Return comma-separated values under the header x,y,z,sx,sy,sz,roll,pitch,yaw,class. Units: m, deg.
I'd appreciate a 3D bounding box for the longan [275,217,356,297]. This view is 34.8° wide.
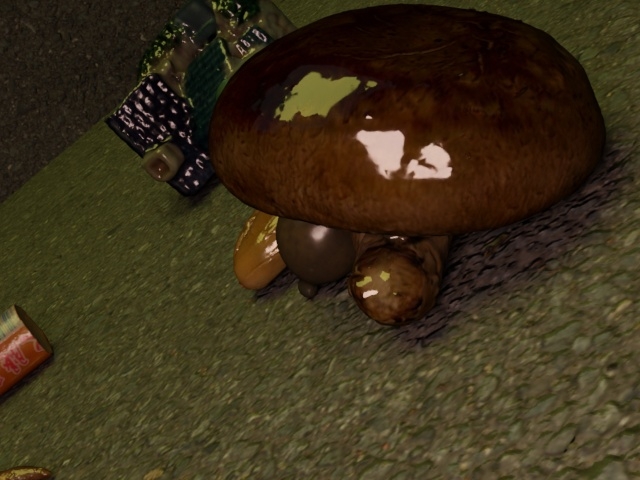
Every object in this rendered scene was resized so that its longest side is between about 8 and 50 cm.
x,y,z,sx,sy,sz,roll,pitch,yaw,class
0.000,0.000,1.048,0.106,0.106,0.119,-106,28,-69,longan

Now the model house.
x,y,z,sx,sy,sz,roll,pitch,yaw,class
-0.189,-0.227,1.655,0.298,0.243,0.284,-36,21,39,model house

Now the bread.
x,y,z,sx,sy,sz,roll,pitch,yaw,class
-0.033,-0.024,1.153,0.189,0.077,0.114,-47,-1,-11,bread

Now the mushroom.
x,y,z,sx,sy,sz,roll,pitch,yaw,class
0.080,-0.108,0.923,0.345,0.345,0.239,-64,-3,-52,mushroom

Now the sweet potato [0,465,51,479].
x,y,z,sx,sy,sz,roll,pitch,yaw,class
-0.386,0.278,1.126,0.226,0.068,0.068,-10,28,16,sweet potato

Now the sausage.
x,y,z,sx,sy,sz,roll,pitch,yaw,class
-0.521,0.222,1.420,0.312,0.093,0.093,-40,20,-7,sausage
